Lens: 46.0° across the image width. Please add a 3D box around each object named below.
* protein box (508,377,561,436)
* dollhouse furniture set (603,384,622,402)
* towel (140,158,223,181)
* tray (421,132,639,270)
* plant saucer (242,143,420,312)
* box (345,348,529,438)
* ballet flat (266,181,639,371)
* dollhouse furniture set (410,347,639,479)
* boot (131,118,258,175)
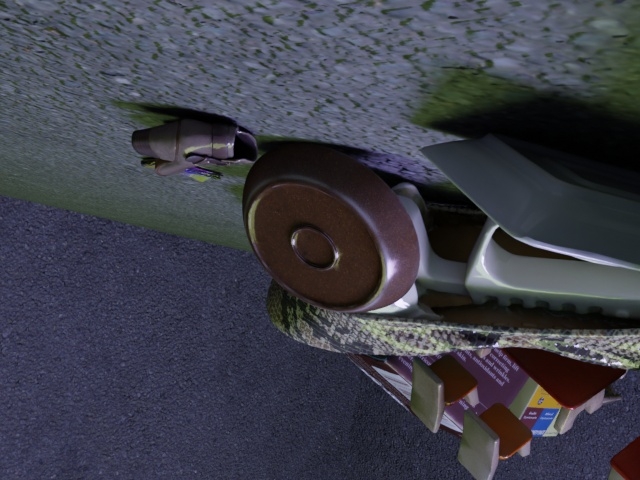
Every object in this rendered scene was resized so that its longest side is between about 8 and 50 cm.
[{"bbox_3d":[0.286,0.146,1.105,0.136,0.201,0.200,13,-163,-44],"label":"protein box"},{"bbox_3d":[0.404,0.150,1.183,0.242,0.212,0.161,-27,157,29],"label":"dollhouse furniture set"},{"bbox_3d":[-0.160,-0.081,0.864,0.083,0.009,0.060,14,174,-34],"label":"towel"},{"bbox_3d":[0.203,-0.013,0.439,0.270,0.030,0.145,12,-159,-17],"label":"tray"},{"bbox_3d":[0.000,0.000,0.626,0.168,0.029,0.168,19,134,21],"label":"plant saucer"},{"bbox_3d":[0.159,0.110,0.933,0.168,0.203,0.167,43,166,-14],"label":"box"},{"bbox_3d":[0.151,0.021,0.679,0.482,0.164,0.182,3,152,22],"label":"ballet flat"},{"bbox_3d":[0.257,0.133,0.737,0.259,0.262,0.135,45,155,37],"label":"dollhouse furniture set"},{"bbox_3d":[-0.093,-0.072,0.604,0.087,0.042,0.118,2,-179,10],"label":"boot"}]
